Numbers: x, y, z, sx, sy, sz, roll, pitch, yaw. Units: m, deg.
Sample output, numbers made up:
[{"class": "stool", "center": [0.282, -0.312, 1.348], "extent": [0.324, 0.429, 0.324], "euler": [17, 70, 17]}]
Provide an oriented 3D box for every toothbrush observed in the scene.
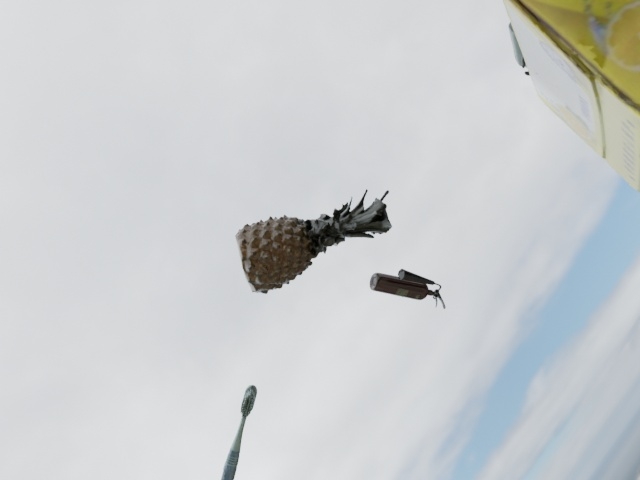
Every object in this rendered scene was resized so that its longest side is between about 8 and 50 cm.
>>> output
[{"class": "toothbrush", "center": [-0.101, 0.256, 0.843], "extent": [0.019, 0.016, 0.219], "euler": [-84, 10, -66]}]

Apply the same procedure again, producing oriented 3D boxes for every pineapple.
[{"class": "pineapple", "center": [0.000, 0.000, 0.562], "extent": [0.125, 0.058, 0.058], "euler": [-15, -35, -5]}]

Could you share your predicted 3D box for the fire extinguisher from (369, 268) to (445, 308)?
[{"class": "fire extinguisher", "center": [0.115, 0.053, 0.920], "extent": [0.101, 0.032, 0.046], "euler": [12, -57, -18]}]

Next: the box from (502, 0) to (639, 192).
[{"class": "box", "center": [0.231, -0.160, 0.378], "extent": [0.265, 0.097, 0.168], "euler": [-44, -22, 13]}]

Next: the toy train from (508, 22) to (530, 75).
[{"class": "toy train", "center": [0.449, -0.395, 1.234], "extent": [0.369, 0.232, 0.163], "euler": [-54, -41, -25]}]
